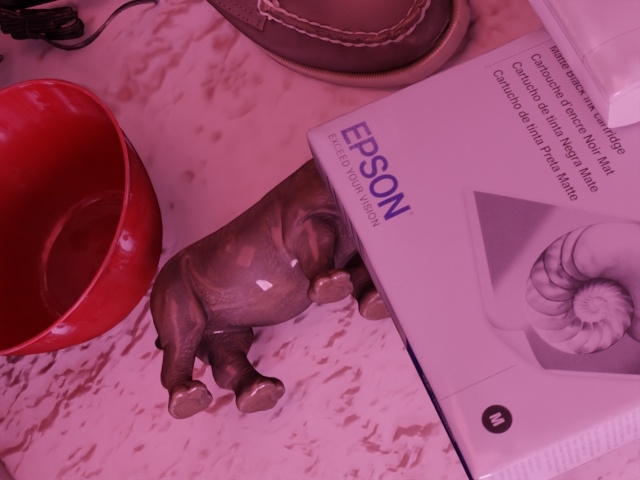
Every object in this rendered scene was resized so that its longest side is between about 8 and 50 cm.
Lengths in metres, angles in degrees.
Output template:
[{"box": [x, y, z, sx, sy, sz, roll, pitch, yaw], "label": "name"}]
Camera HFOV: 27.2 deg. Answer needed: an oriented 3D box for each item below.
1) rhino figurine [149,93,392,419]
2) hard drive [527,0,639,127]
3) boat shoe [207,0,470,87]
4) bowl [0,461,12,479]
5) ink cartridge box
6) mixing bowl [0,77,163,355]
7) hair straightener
[{"box": [0.000, 0.000, 0.765, 0.243, 0.073, 0.106, -37, 49, 8], "label": "rhino figurine"}, {"box": [0.181, -0.219, 0.731, 0.203, 0.040, 0.307, -22, 60, -4], "label": "hard drive"}, {"box": [-0.044, -0.201, 0.855, 0.324, 0.097, 0.116, 38, 91, 35], "label": "boat shoe"}, {"box": [-0.249, 0.212, 0.835, 0.142, 0.053, 0.142, -44, 55, 9], "label": "bowl"}, {"box": [0.135, -0.011, 0.666, 0.224, 0.045, 0.223, -24, 59, -3], "label": "ink cartridge box"}, {"box": [-0.168, -0.001, 0.846, 0.181, 0.098, 0.181, -12, 66, 27], "label": "mixing bowl"}, {"box": [-0.222, -0.166, 0.984, 0.230, 0.047, 0.089, 4, 81, 26], "label": "hair straightener"}]
